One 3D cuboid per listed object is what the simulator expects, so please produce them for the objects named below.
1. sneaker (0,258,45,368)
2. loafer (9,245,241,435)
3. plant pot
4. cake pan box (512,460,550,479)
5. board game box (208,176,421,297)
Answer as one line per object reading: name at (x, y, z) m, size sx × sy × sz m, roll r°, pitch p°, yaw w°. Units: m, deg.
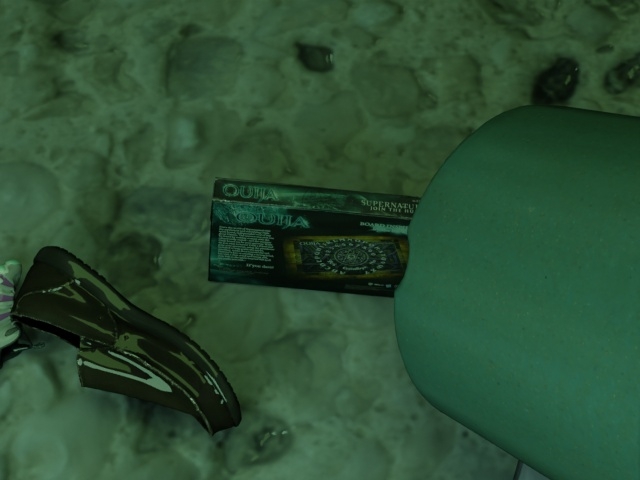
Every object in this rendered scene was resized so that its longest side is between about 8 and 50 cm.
sneaker at (-0.256, 0.067, 1.274) m, size 0.069 × 0.038 × 0.098 m, roll 24°, pitch 67°, yaw 9°
loafer at (-0.161, 0.096, 1.241) m, size 0.220 × 0.080 × 0.078 m, roll 35°, pitch 71°, yaw 14°
plant pot at (0.251, 0.061, 1.058) m, size 0.341 × 0.341 × 0.334 m, roll -39°, pitch 37°, yaw -27°
cake pan box at (0.246, 0.279, 1.162) m, size 0.267 × 0.070 × 0.245 m, roll 18°, pitch 54°, yaw 7°
board game box at (0.000, 0.000, 1.288) m, size 0.186 × 0.126 × 0.026 m, roll 6°, pitch 56°, yaw -3°
